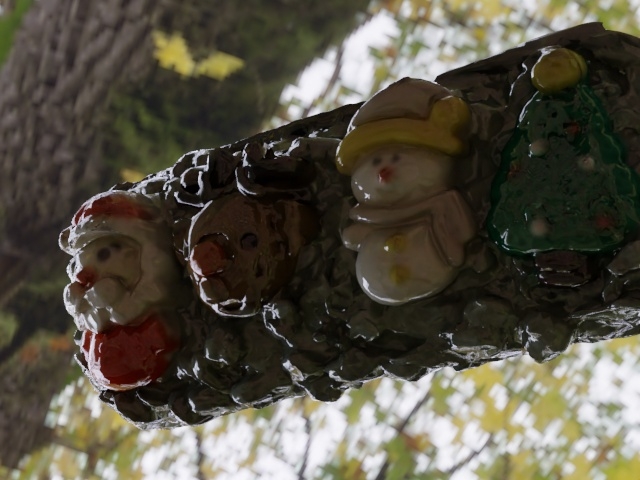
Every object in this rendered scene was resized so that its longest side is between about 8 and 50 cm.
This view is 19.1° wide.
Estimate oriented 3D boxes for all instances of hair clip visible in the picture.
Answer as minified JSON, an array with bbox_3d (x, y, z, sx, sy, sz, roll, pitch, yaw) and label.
[{"bbox_3d":[0.000,-0.001,0.805,0.091,0.321,0.138,18,-119,-50],"label":"hair clip"}]
